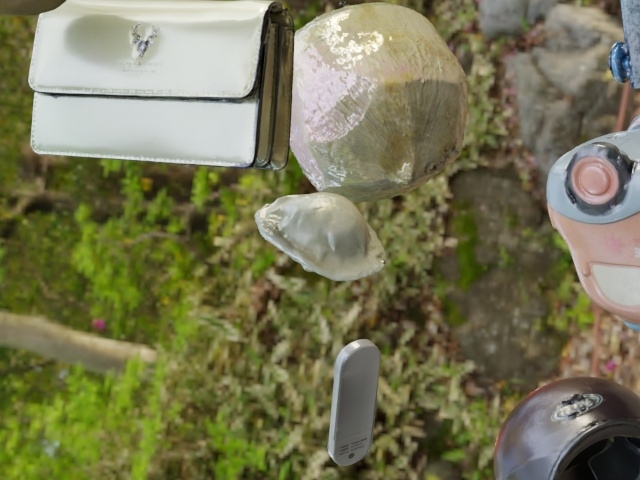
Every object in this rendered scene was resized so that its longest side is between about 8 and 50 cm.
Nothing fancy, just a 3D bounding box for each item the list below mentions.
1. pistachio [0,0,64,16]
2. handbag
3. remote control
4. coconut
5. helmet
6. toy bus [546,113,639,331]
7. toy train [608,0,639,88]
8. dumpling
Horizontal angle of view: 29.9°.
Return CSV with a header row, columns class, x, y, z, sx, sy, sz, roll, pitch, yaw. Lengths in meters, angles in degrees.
class,x,y,z,sx,sy,sz,roll,pitch,yaw
pistachio,-0.416,-0.360,1.559,0.238,0.153,0.138,-11,-84,-43
handbag,-0.225,-0.227,1.701,0.160,0.358,0.237,0,-85,-71
remote control,0.053,0.262,1.913,0.022,0.077,0.245,46,141,47
coconut,0.116,-0.247,2.391,0.404,0.404,0.405,8,-90,-89
helmet,0.286,0.247,1.307,0.216,0.189,0.193,83,163,-52
toy bus,0.388,-0.012,1.247,0.194,0.287,0.232,-31,-62,-50
toy train,0.548,-0.374,1.931,0.202,0.131,0.300,-10,-84,-45
dumpling,-0.003,0.002,1.720,0.155,0.181,0.111,-83,-17,-61
